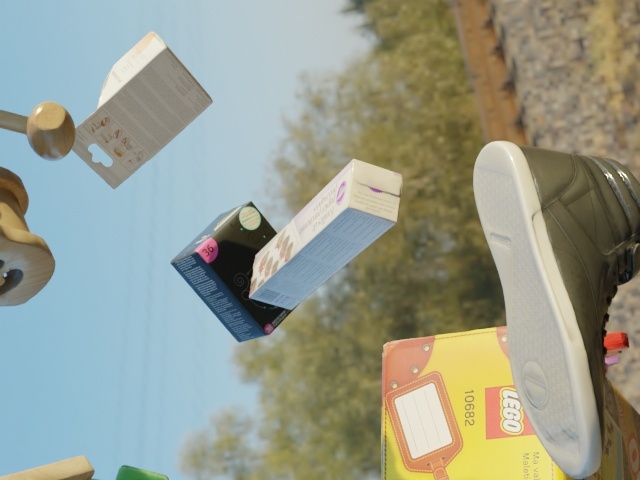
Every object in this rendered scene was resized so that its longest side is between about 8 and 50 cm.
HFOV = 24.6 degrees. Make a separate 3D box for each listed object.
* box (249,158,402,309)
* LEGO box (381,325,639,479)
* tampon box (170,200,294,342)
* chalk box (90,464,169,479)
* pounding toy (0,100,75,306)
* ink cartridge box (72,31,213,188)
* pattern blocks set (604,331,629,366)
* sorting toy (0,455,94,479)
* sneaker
[{"bbox_3d":[0.000,0.000,1.749,0.324,0.067,0.063,136,145,-60],"label":"box"},{"bbox_3d":[0.215,0.384,1.499,0.372,0.193,0.500,41,-135,-55],"label":"LEGO box"},{"bbox_3d":[-0.110,0.047,2.119,0.161,0.120,0.101,50,151,-11],"label":"tampon box"},{"bbox_3d":[-0.256,0.395,1.877,0.132,0.132,0.213,-119,48,-74],"label":"chalk box"},{"bbox_3d":[-0.310,-0.023,1.153,0.154,0.269,0.155,80,165,-68],"label":"pounding toy"},{"bbox_3d":[-0.242,-0.167,1.907,0.045,0.179,0.145,51,-179,34],"label":"ink cartridge box"},{"bbox_3d":[0.458,0.112,1.695,0.285,0.325,0.026,20,-122,-64],"label":"pattern blocks set"},{"bbox_3d":[-0.378,0.367,1.573,0.089,0.257,0.255,50,-150,22],"label":"sorting toy"},{"bbox_3d":[0.236,0.051,1.266,0.104,0.147,0.295,143,119,-62],"label":"sneaker"}]
